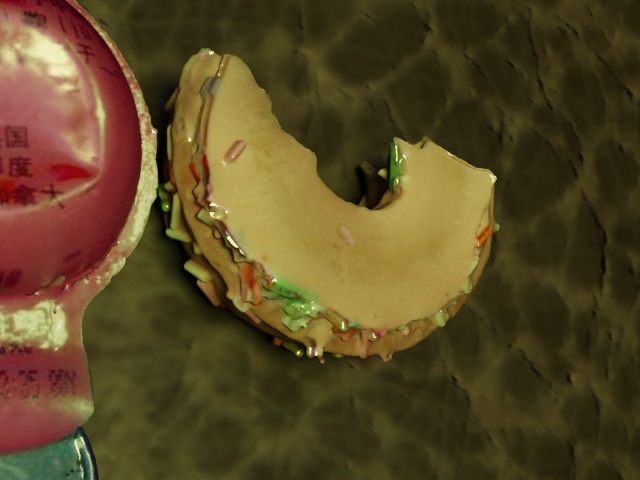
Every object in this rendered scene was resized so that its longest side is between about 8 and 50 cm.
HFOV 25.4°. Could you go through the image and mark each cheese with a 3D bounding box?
[{"bbox_3d":[-0.127,-0.005,0.529,0.155,0.062,0.244,-1,77,-32],"label":"cheese"}]

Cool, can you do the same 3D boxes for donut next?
[{"bbox_3d":[0.000,0.000,0.603,0.166,0.065,0.117,20,65,-26],"label":"donut"}]
